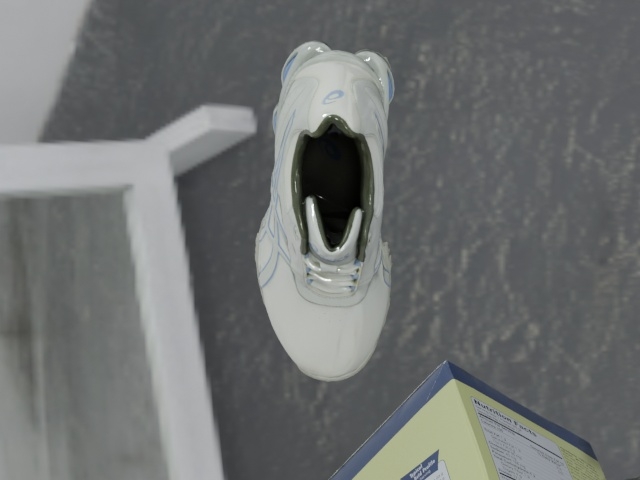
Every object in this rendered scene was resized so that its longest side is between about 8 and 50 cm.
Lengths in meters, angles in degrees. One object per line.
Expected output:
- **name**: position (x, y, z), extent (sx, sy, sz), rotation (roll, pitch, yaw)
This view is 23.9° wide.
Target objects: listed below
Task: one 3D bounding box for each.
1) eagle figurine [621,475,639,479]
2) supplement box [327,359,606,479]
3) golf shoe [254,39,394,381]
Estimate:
- **eagle figurine**: position (0.077, 0.178, 0.540), extent (0.298, 0.225, 0.226), rotation (-43, 31, 24)
- **supplement box**: position (0.035, 0.093, 0.387), extent (0.083, 0.056, 0.083), rotation (-48, 28, 21)
- **golf shoe**: position (0.000, 0.000, 0.701), extent (0.086, 0.069, 0.176), rotation (-85, -6, -63)
